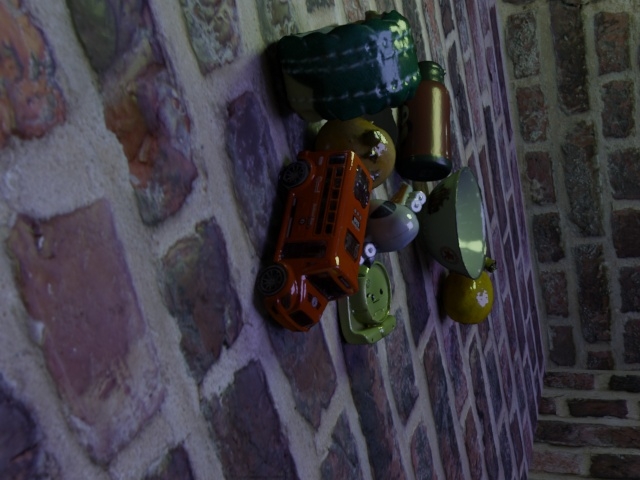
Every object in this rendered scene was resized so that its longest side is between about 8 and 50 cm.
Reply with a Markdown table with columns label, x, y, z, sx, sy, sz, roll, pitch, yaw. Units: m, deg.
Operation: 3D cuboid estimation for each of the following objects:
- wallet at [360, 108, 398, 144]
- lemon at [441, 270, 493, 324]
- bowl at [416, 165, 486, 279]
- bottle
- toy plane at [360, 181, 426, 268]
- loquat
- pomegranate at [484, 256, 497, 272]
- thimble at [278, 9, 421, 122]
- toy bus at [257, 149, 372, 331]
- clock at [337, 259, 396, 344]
| label | x | y | z | sx | sy | sz | roll | pitch | yaw |
| --- | --- | --- | --- | --- | --- | --- | --- | --- | --- |
| wallet | 0.111 | -0.326 | 1.631 | 0.309 | 0.042 | 0.165 | 61 | 38 | -40 |
| lemon | 0.471 | 0.173 | 2.167 | 0.170 | 0.170 | 0.207 | 48 | 44 | -52 |
| bowl | 0.378 | -0.046 | 2.010 | 0.337 | 0.157 | 0.337 | 19 | 69 | -62 |
| bottle | 0.298 | -0.342 | 1.906 | 0.144 | 0.144 | 0.336 | 34 | 55 | -58 |
| toy plane | 0.102 | -0.035 | 1.365 | 0.117 | 0.244 | 0.245 | 57 | 36 | -19 |
| loquat | 0.073 | -0.181 | 1.384 | 0.172 | 0.204 | 0.149 | 41 | 71 | -11 |
| pomegranate | 0.507 | 0.065 | 2.287 | 0.169 | 0.122 | 0.143 | 52 | 17 | 27 |
| thimble | 0.060 | -0.335 | 1.284 | 0.288 | 0.254 | 0.167 | -44 | 127 | -54 |
| toy bus | 0.000 | 0.000 | 1.237 | 0.143 | 0.153 | 0.329 | 50 | 45 | -51 |
| clock | 0.100 | 0.108 | 1.510 | 0.170 | 0.069 | 0.232 | -18 | 101 | -59 |
